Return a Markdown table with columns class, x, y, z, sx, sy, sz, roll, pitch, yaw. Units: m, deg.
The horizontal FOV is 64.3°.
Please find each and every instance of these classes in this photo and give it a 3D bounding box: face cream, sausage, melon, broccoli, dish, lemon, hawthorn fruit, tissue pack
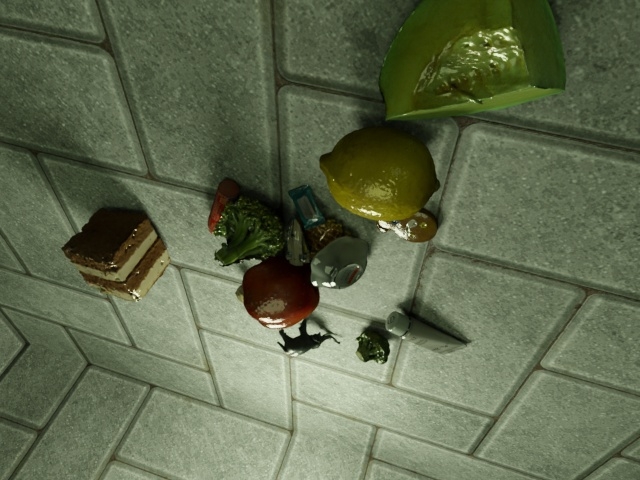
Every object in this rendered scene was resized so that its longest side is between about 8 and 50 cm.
| class | x | y | z | sx | sy | sz | roll | pitch | yaw |
| --- | --- | --- | --- | --- | --- | --- | --- | --- | --- |
| face cream | 0.393 | 0.360 | 1.939 | 0.315 | 0.089 | 0.143 | 25 | 143 | -20 |
| sausage | -0.345 | -0.102 | 1.767 | 0.074 | 0.074 | 0.274 | 28 | 141 | -6 |
| melon | 0.287 | -0.368 | 1.061 | 0.344 | 0.226 | 0.331 | 0 | 149 | 45 |
| broccoli | -0.237 | -0.042 | 1.666 | 0.243 | 0.273 | 0.180 | 28 | 119 | 19 |
| dish | 0.078 | 0.096 | 1.680 | 0.230 | 0.081 | 0.229 | -17 | 133 | -19 |
| broccoli | 0.210 | 0.433 | 2.069 | 0.162 | 0.138 | 0.145 | 45 | 149 | 37 |
| lemon | 0.149 | -0.172 | 1.317 | 0.320 | 0.245 | 0.245 | 15 | 140 | 15 |
| hawthorn fruit | -0.108 | 0.179 | 1.828 | 0.331 | 0.287 | 0.287 | -12 | 130 | 19 |
| tissue pack | -0.043 | -0.107 | 1.626 | 0.085 | 0.028 | 0.138 | -19 | 102 | 31 |

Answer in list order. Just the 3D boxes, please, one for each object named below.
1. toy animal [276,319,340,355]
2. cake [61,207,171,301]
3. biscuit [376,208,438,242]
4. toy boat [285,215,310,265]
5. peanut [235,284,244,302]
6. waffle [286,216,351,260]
| class | x | y | z | sx | sy | sz | roll | pitch | yaw |
| --- | --- | --- | --- | --- | --- | --- | --- | --- | --- |
| toy animal | -0.059 | 0.414 | 2.176 | 0.270 | 0.137 | 0.082 | -9 | 146 | -25 |
| cake | -0.790 | 0.056 | 2.015 | 0.256 | 0.282 | 0.290 | 13 | 144 | 23 |
| biscuit | 0.247 | -0.070 | 1.549 | 0.236 | 0.039 | 0.180 | 28 | 140 | -9 |
| toy boat | -0.081 | 0.002 | 1.689 | 0.085 | 0.066 | 0.210 | 10 | 132 | 15 |
| peanut | -0.247 | 0.238 | 2.088 | 0.214 | 0.099 | 0.099 | 30 | 141 | -14 |
| waffle | 0.000 | 0.000 | 1.734 | 0.232 | 0.051 | 0.228 | 2 | 136 | 23 |
